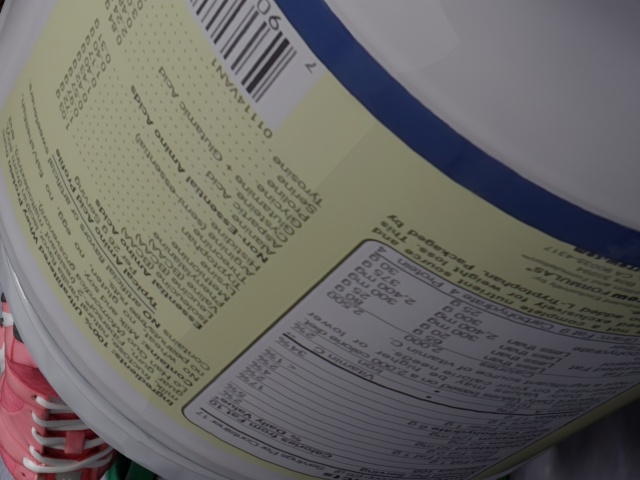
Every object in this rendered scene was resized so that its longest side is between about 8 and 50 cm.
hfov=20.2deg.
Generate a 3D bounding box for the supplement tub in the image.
[{"bbox_3d":[0.036,-0.058,0.509,0.325,0.235,0.235,135,145,-60],"label":"supplement tub"}]

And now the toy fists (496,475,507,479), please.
[{"bbox_3d":[0.000,0.000,0.741,0.096,0.142,0.279,125,153,-50],"label":"toy fists"}]

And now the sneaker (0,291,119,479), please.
[{"bbox_3d":[-0.158,0.109,1.192,0.314,0.116,0.136,143,127,-74],"label":"sneaker"}]

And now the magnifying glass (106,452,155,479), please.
[{"bbox_3d":[-0.111,0.071,1.243,0.092,0.026,0.231,-143,69,-72],"label":"magnifying glass"}]

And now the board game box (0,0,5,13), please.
[{"bbox_3d":[-0.056,-0.160,0.670,0.078,0.347,0.233,57,178,8],"label":"board game box"}]
